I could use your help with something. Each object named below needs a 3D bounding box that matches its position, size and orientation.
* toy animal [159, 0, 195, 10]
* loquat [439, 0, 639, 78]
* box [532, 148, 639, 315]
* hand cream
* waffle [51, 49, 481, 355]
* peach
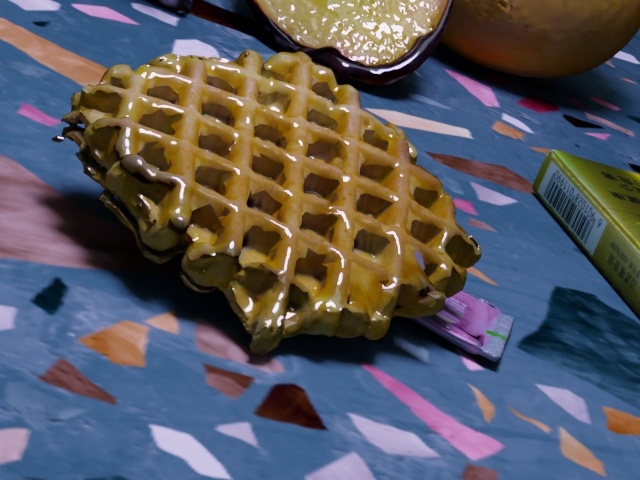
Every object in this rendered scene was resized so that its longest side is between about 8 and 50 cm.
[{"bbox_3d":[-0.251,-0.342,1.616,0.357,0.194,0.258,14,31,0],"label":"toy animal"},{"bbox_3d":[0.207,-0.285,1.817,0.263,0.263,0.263,19,21,-8],"label":"loquat"},{"bbox_3d":[0.296,0.028,1.423,0.173,0.043,0.311,13,22,-24],"label":"box"},{"bbox_3d":[0.001,-0.001,1.211,0.275,0.050,0.079,29,46,4],"label":"hand cream"},{"bbox_3d":[-0.026,-0.034,1.153,0.254,0.052,0.245,-13,53,-44],"label":"waffle"},{"bbox_3d":[0.022,-0.243,1.692,0.189,0.068,0.279,2,57,-6],"label":"peach"}]
